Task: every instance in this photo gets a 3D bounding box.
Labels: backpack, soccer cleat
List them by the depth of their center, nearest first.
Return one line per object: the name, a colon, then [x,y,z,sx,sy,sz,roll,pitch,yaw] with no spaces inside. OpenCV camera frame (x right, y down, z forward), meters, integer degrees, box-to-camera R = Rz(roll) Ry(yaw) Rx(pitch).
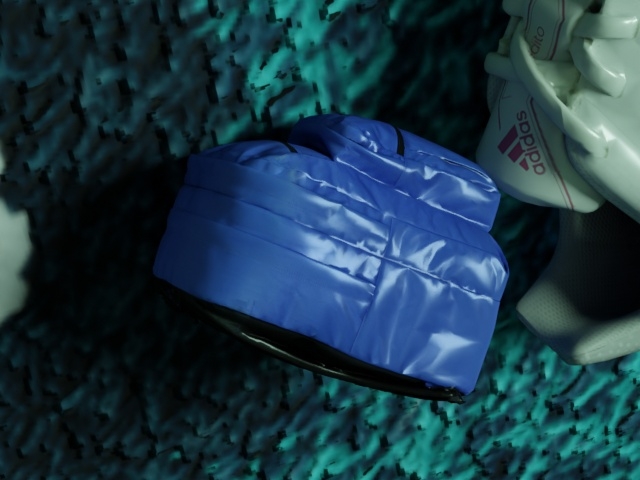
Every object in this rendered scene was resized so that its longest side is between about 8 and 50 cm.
soccer cleat: [0.122,-0.091,0.511,0.143,0.116,0.331,-21,122,-15]
backpack: [0.000,0.000,0.526,0.120,0.098,0.101,16,85,-20]
